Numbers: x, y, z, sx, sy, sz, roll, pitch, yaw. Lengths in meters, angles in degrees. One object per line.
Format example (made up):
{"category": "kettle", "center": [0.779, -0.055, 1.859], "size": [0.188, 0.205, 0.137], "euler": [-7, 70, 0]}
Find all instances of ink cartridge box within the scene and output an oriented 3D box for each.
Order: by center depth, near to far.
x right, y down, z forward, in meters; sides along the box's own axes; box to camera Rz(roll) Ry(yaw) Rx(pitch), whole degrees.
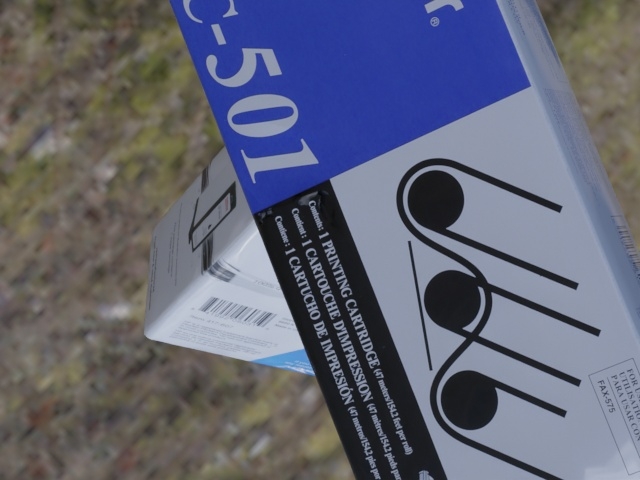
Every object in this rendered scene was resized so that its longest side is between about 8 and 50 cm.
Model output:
{"category": "ink cartridge box", "center": [0.031, -0.016, 0.560], "size": [0.097, 0.207, 0.046], "euler": [-24, 172, 22]}
{"category": "ink cartridge box", "center": [0.000, 0.000, 1.137], "size": [0.148, 0.086, 0.203], "euler": [15, 147, -23]}
